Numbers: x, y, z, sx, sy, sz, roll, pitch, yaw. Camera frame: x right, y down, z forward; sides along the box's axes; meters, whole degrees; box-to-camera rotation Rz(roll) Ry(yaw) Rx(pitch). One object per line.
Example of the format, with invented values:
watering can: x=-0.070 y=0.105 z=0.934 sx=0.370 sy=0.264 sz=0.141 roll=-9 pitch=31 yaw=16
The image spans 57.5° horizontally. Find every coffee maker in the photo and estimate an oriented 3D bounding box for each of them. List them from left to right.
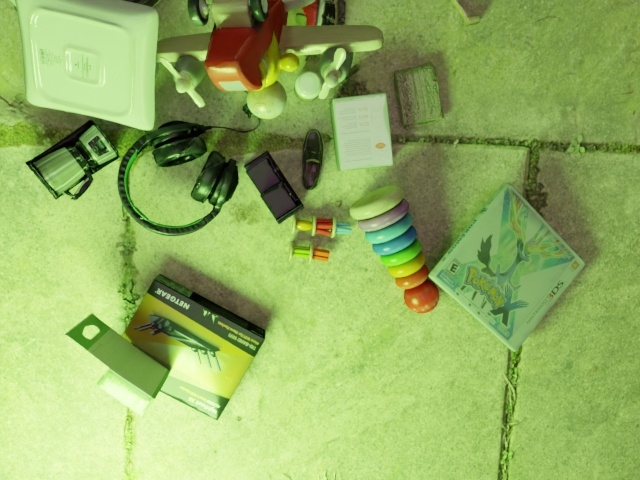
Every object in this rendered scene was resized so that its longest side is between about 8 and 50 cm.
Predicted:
coffee maker: x=-0.571 y=-0.193 z=1.339 sx=0.178 sy=0.171 sz=0.120 roll=-39 pitch=139 yaw=-17

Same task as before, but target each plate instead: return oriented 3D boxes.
plate: x=-0.477 y=-0.362 z=1.187 sx=0.278 sy=0.045 sz=0.277 roll=12 pitch=130 yaw=-6

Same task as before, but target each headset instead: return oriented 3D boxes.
headset: x=-0.281 y=-0.187 z=1.335 sx=0.243 sy=0.185 sz=0.394 roll=45 pitch=76 yaw=-9

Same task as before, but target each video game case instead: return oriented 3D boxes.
video game case: x=0.474 y=0.073 z=1.459 sx=0.329 sy=0.036 sz=0.300 roll=40 pitch=87 yaw=-19

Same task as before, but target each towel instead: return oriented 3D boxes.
towel: x=0.240 y=-0.354 z=1.433 sx=0.110 sy=0.027 sz=0.148 roll=-14 pitch=100 yaw=-1

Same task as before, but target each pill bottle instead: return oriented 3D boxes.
pill bottle: x=-0.029 y=-0.362 z=1.365 sx=0.065 sy=0.116 sz=0.065 roll=-1 pitch=98 yaw=-5

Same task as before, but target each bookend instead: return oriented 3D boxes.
bookend: x=-0.112 y=-0.128 z=1.371 sx=0.072 sy=0.156 sz=0.157 roll=-34 pitch=98 yaw=1

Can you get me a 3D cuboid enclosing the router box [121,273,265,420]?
router box: x=-0.327 y=0.264 z=1.445 sx=0.309 sy=0.081 sz=0.243 roll=29 pitch=95 yaw=-7

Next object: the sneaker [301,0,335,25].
sneaker: x=-0.033 y=-0.581 z=1.360 sx=0.118 sy=0.107 sz=0.279 roll=-2 pitch=95 yaw=14

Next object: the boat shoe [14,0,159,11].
boat shoe: x=-0.516 y=-0.545 z=1.314 sx=0.335 sy=0.095 sz=0.112 roll=-15 pitch=98 yaw=-2

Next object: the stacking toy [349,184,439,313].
stacking toy: x=0.199 y=0.036 z=1.434 sx=0.141 sy=0.141 sz=0.330 roll=-26 pitch=103 yaw=0

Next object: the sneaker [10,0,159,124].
sneaker: x=-0.553 y=-0.411 z=1.262 sx=0.366 sy=0.137 sz=0.210 roll=34 pitch=122 yaw=-19

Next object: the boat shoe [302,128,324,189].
boat shoe: x=-0.017 y=-0.197 z=1.422 sx=0.056 sy=0.049 sz=0.152 roll=0 pitch=97 yaw=-4

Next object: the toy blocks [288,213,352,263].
toy blocks: x=0.000 y=0.000 z=1.448 sx=0.148 sy=0.054 sz=0.123 roll=6 pitch=97 yaw=-5

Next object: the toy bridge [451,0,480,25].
toy bridge: x=0.340 y=-0.616 z=1.405 sx=0.063 sy=0.026 sz=0.188 roll=-11 pitch=98 yaw=-2

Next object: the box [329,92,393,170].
box: x=0.097 y=-0.258 z=1.402 sx=0.130 sy=0.091 sz=0.170 roll=-7 pitch=98 yaw=-4

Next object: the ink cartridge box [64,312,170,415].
ink cartridge box: x=-0.460 y=0.274 z=1.310 sx=0.235 sy=0.171 sz=0.056 roll=37 pitch=95 yaw=-7

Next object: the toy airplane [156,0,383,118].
toy airplane: x=-0.124 y=-0.394 z=1.212 sx=0.384 sy=0.386 sz=0.272 roll=-23 pitch=122 yaw=-28
